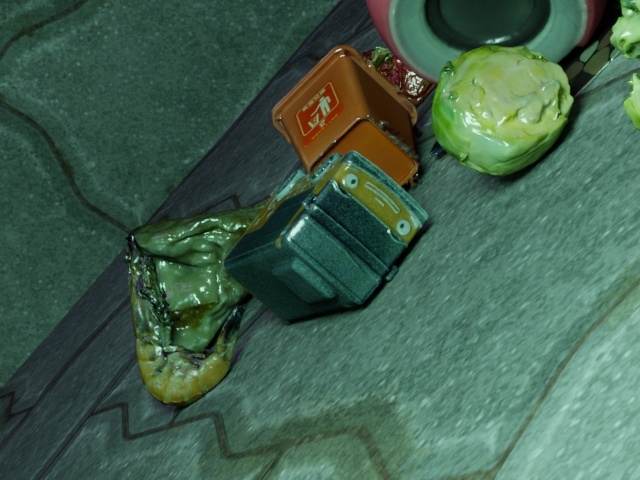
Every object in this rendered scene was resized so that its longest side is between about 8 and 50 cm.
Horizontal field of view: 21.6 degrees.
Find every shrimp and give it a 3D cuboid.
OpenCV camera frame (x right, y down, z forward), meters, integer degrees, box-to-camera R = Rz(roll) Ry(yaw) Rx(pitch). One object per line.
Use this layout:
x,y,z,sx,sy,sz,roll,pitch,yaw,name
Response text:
-0.183,0.086,2.263,0.198,0.262,0.051,-26,-21,31,shrimp

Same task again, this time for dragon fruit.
0.091,-0.233,2.546,0.083,0.106,0.162,-51,16,-15,dragon fruit

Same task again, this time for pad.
0.325,-0.236,2.004,0.158,0.003,0.235,-45,12,6,pad

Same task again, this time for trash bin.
0.052,-0.129,2.243,0.161,0.184,0.239,-44,24,13,trash bin

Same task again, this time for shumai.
-0.144,0.056,2.435,0.271,0.204,0.222,-14,5,-14,shumai

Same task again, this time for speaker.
0.193,-0.317,2.007,0.294,0.294,0.294,-44,12,12,speaker

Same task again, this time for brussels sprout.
0.197,-0.135,1.845,0.122,0.151,0.149,95,-178,-62,brussels sprout

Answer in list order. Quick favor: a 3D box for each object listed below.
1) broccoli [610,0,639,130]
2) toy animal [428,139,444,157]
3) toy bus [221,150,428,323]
0.306,-0.159,1.261,0.248,0.245,0.288,-60,11,-17,broccoli
0.196,-0.193,2.207,0.220,0.062,0.108,-59,-1,-41,toy animal
0.000,0.000,2.042,0.167,0.138,0.275,-53,12,-20,toy bus
